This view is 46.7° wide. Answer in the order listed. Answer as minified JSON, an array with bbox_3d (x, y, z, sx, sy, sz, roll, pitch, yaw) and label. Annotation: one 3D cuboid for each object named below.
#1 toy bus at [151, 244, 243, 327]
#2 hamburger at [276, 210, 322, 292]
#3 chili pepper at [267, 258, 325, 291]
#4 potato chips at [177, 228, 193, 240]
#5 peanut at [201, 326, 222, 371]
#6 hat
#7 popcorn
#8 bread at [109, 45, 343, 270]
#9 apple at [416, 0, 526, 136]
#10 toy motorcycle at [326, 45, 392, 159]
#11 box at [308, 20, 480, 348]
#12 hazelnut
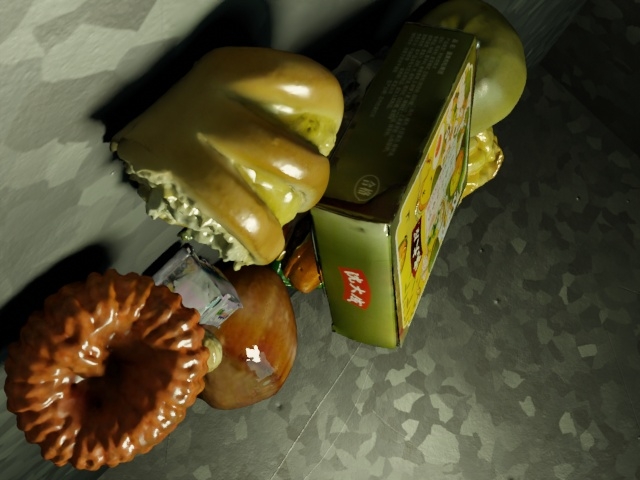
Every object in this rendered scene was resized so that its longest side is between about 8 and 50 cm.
[{"bbox_3d":[-0.240,0.102,1.478,0.112,0.138,0.317,-44,174,-4],"label":"toy bus"},{"bbox_3d":[-0.017,-0.049,1.498,0.291,0.225,0.291,-45,171,-9],"label":"hamburger"},{"bbox_3d":[-0.005,-0.001,2.092,0.167,0.213,0.385,31,105,-39],"label":"chili pepper"},{"bbox_3d":[-0.171,-0.070,1.333,0.207,0.028,0.092,-44,174,7],"label":"potato chips"},{"bbox_3d":[-0.253,0.190,1.387,0.214,0.100,0.099,5,-144,48],"label":"peanut"},{"bbox_3d":[-0.342,0.162,1.158,0.285,0.285,0.400,-43,-160,-12],"label":"hat"},{"bbox_3d":[0.307,-0.258,2.014,0.349,0.349,0.382,-47,-162,23],"label":"popcorn"},{"bbox_3d":[-0.088,-0.096,0.917,0.270,0.211,0.316,-44,176,-13],"label":"bread"},{"bbox_3d":[0.272,-0.328,1.435,0.262,0.262,0.262,-44,173,-7],"label":"apple"},{"bbox_3d":[0.032,-0.223,1.270,0.223,0.108,0.341,-55,176,28],"label":"toy motorcycle"},{"bbox_3d":[0.134,-0.087,1.242,0.373,0.138,0.420,81,31,-54],"label":"box"},{"bbox_3d":[-0.209,0.226,1.799,0.372,0.315,0.372,-44,-157,24],"label":"hazelnut"}]
